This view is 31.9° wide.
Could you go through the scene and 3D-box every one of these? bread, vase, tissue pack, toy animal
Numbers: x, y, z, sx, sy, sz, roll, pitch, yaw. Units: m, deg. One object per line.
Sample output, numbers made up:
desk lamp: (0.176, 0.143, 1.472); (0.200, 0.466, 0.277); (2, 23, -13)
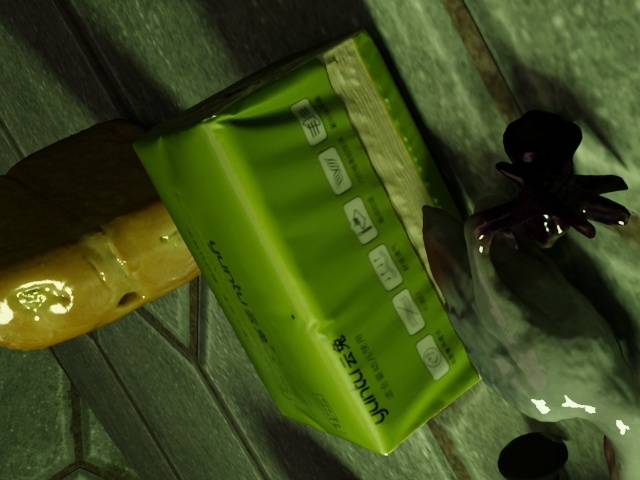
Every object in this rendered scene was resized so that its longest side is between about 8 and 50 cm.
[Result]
bread: (-0.285, 0.001, 1.283); (0.337, 0.328, 0.148); (22, 138, 53)
vase: (0.194, 0.239, 0.945); (0.059, 0.059, 0.167); (28, 144, 51)
tissue pack: (0.000, 0.000, 0.880); (0.274, 0.167, 0.200); (61, 158, -12)
toy animal: (0.159, 0.075, 0.745); (0.195, 0.090, 0.324); (11, 128, 62)
